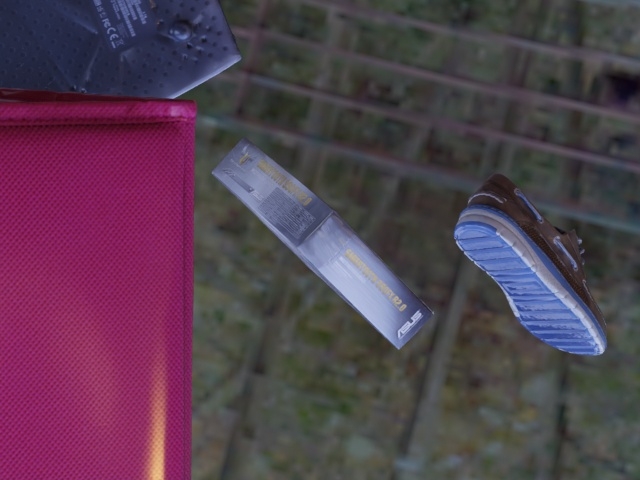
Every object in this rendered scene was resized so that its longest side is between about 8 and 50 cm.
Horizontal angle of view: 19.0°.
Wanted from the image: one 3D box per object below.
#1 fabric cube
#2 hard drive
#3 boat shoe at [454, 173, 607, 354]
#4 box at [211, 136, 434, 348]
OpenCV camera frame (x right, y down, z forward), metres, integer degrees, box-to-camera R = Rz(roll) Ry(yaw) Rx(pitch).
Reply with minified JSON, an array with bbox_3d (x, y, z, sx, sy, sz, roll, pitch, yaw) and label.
[{"bbox_3d":[-0.208,0.070,0.739,0.254,0.258,0.259,-2,-174,-29],"label":"fabric cube"},{"bbox_3d":[-0.203,-0.151,1.358,0.254,0.172,0.054,-25,-165,-7],"label":"hard drive"},{"bbox_3d":[0.175,0.019,1.473,0.066,0.066,0.183,-1,142,41],"label":"boat shoe"},{"bbox_3d":[0.000,0.000,2.014,0.183,0.056,0.231,46,177,-33],"label":"box"}]
